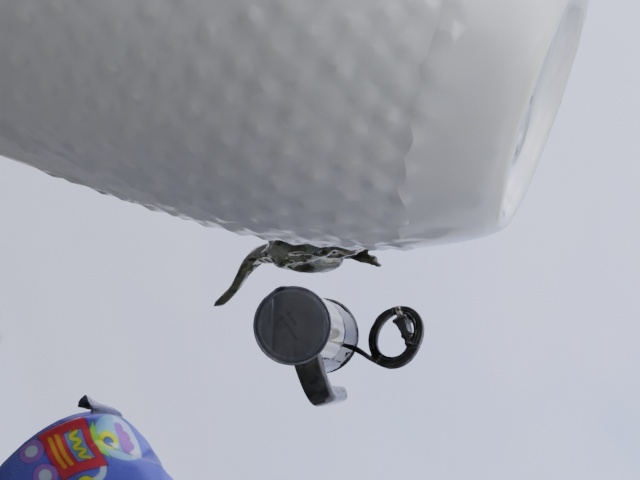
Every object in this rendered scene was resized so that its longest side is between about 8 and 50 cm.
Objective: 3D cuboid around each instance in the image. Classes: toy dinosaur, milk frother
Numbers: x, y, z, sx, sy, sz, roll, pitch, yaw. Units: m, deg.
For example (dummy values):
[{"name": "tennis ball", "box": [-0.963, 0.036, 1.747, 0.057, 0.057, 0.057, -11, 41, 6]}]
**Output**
[{"name": "toy dinosaur", "box": [0.000, 0.000, 1.497, 0.064, 0.118, 0.268, 70, -22, 6]}, {"name": "milk frother", "box": [0.022, 0.095, 1.981, 0.129, 0.143, 0.135, 54, 7, 14]}]

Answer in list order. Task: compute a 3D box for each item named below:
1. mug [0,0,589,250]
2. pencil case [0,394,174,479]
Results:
[{"name": "mug", "box": [-0.009, -0.177, 1.096, 0.276, 0.328, 0.374, -48, 155, -63]}, {"name": "pencil case", "box": [-0.088, 0.235, 1.132, 0.306, 0.133, 0.119, 45, -52, 33]}]
